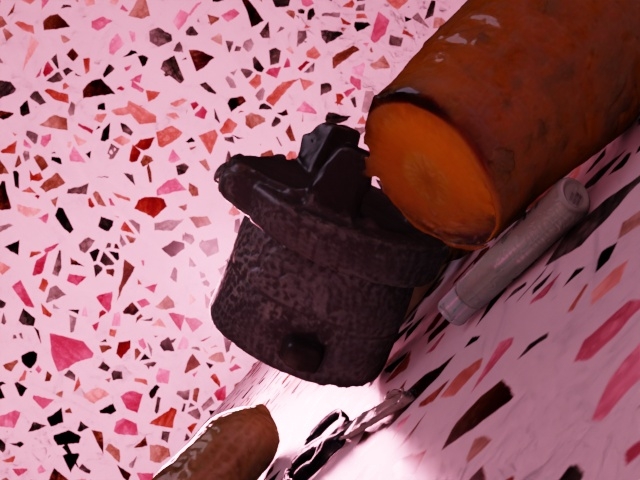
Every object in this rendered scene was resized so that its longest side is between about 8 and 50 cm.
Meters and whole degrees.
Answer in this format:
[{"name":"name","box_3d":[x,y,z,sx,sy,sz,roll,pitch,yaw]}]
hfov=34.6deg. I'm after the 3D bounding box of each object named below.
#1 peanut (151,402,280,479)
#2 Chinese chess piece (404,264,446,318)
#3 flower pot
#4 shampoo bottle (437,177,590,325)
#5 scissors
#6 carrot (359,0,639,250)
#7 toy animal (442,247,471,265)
[{"name":"peanut","box_3d":[-0.150,0.331,1.500,0.253,0.122,0.137,-47,-8,-31]},{"name":"Chinese chess piece","box_3d":[0.087,0.065,1.550,0.257,0.104,0.257,-49,1,1]},{"name":"flower pot","box_3d":[0.000,0.000,1.260,0.299,0.299,0.283,-55,-12,-73]},{"name":"shampoo bottle","box_3d":[0.190,0.016,1.026,0.191,0.041,0.069,-49,4,33]},{"name":"scissors","box_3d":[0.033,0.208,1.141,0.109,0.022,0.300,-55,5,-33]},{"name":"carrot","box_3d":[0.217,-0.169,1.087,0.340,0.224,0.224,-40,-2,-24]},{"name":"toy animal","box_3d":[0.195,-0.034,1.459,0.255,0.114,0.116,-41,-41,-69]}]
